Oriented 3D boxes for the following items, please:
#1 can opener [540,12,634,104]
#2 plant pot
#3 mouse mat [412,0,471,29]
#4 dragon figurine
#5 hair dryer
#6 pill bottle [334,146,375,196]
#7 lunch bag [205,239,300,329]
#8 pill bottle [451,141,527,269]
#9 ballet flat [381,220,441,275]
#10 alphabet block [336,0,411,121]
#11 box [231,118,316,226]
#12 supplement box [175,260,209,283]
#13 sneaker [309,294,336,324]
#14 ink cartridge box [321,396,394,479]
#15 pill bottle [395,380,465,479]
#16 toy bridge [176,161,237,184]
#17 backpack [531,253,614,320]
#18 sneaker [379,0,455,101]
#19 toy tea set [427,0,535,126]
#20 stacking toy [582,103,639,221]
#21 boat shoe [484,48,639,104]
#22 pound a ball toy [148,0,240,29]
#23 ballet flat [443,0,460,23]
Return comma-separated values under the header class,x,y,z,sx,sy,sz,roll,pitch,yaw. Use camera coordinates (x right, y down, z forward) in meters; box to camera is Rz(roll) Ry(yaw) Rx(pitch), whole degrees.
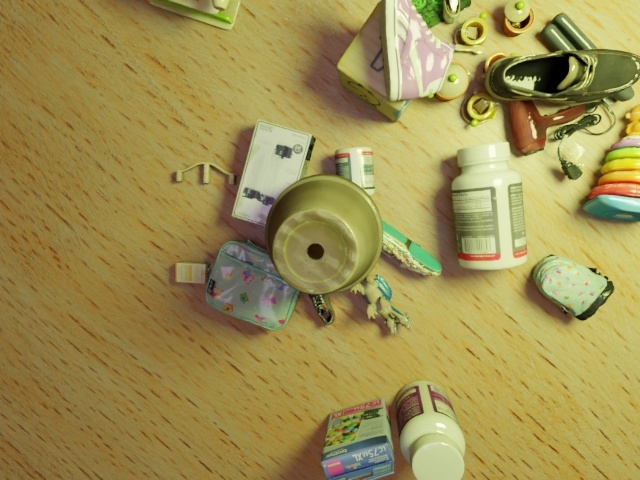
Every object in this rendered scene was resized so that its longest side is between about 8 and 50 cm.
class,x,y,z,sx,sy,sz,roll,pitch,yaw
can opener,0.700,-0.469,1.097,0.283,0.095,0.076,43,99,-6
plant pot,0.000,0.000,1.043,0.323,0.280,0.323,1,99,5
mouse mat,0.299,-0.668,1.169,0.189,0.007,0.153,-27,93,8
dragon figurine,0.157,0.152,1.242,0.085,0.144,0.289,-37,72,11
hair dryer,0.621,-0.319,1.152,0.293,0.080,0.224,33,84,-4
pill bottle,0.099,-0.168,1.201,0.107,0.108,0.180,-3,96,7
lunch bag,-0.197,0.124,1.271,0.279,0.108,0.224,21,99,4
pill bottle,0.445,-0.091,1.133,0.176,0.176,0.319,-6,96,8
ballet flat,0.236,0.031,1.232,0.241,0.091,0.077,39,130,5
alphabet block,0.179,-0.457,1.116,0.197,0.192,0.193,35,98,3
box,-0.136,-0.184,1.238,0.169,0.087,0.290,16,98,5
supplement box,-0.400,0.099,1.329,0.098,0.036,0.062,4,97,7
sneaker,0.003,0.182,1.275,0.061,0.065,0.158,-30,93,9
ink cartridge box,0.104,0.554,1.183,0.185,0.311,0.065,-20,95,8
pill bottle,0.296,0.522,1.160,0.169,0.301,0.169,1,97,7
toy bridge,-0.343,-0.205,1.291,0.188,0.026,0.063,4,96,6
backpack,0.681,0.118,1.161,0.182,0.115,0.152,34,102,5
sneaker,0.221,-0.473,0.972,0.161,0.102,0.282,-7,107,4
toy tea set,0.426,-0.483,1.114,0.200,0.124,0.336,24,99,4
stacking toy,0.808,-0.208,1.102,0.175,0.166,0.302,9,86,17
boat shoe,0.591,-0.391,1.027,0.355,0.130,0.132,-3,110,10
pound a ball toy,-0.354,-0.697,1.142,0.319,0.208,0.136,20,99,5
ballet flat,0.352,-0.670,1.131,0.057,0.052,0.168,-7,95,8
